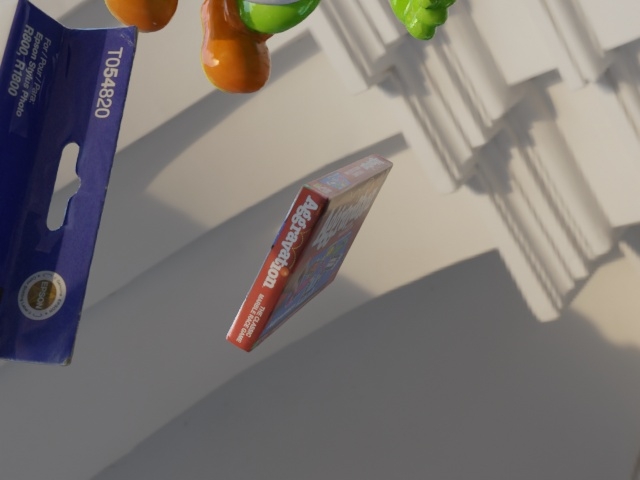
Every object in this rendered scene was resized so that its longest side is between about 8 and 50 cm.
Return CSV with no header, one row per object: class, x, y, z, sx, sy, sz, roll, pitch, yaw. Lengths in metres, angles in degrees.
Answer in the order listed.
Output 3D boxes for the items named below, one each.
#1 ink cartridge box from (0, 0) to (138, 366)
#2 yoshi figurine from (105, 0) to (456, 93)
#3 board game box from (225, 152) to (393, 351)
ink cartridge box,-0.236,-0.041,0.605,0.045,0.224,0.223,54,-140,-65
yoshi figurine,0.000,-0.221,0.734,0.203,0.362,0.203,-32,-85,-49
board game box,0.000,0.000,0.925,0.027,0.145,0.281,28,-164,8
